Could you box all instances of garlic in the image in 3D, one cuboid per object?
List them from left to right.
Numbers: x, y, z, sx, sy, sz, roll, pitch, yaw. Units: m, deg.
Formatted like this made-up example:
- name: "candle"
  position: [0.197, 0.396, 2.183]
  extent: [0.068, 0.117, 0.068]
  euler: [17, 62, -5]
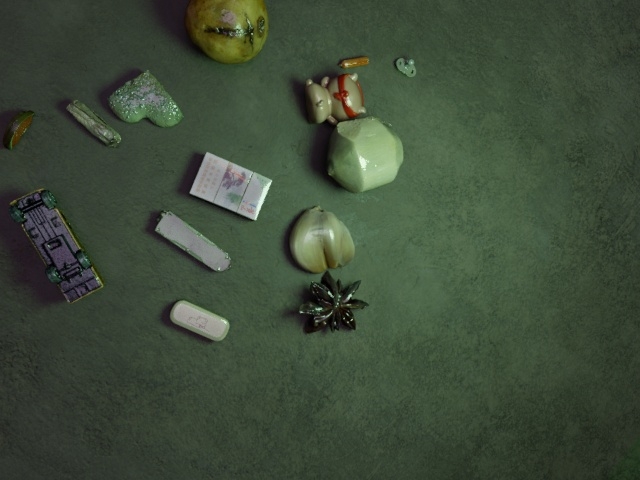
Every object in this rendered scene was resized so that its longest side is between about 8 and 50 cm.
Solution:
- name: "garlic"
  position: [0.000, 0.000, 1.716]
  extent: [0.217, 0.110, 0.228]
  euler: [-20, 96, -10]

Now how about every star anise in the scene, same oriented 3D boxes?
- name: "star anise"
  position: [0.043, 0.218, 1.727]
  extent: [0.282, 0.129, 0.213]
  euler: [-4, 98, -23]

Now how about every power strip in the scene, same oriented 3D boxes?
- name: "power strip"
  position: [-0.408, 0.008, 1.637]
  extent: [0.285, 0.048, 0.080]
  euler: [36, 84, -13]

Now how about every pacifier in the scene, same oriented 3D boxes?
- name: "pacifier"
  position: [0.316, -0.630, 1.808]
  extent: [0.083, 0.064, 0.068]
  euler: [30, 66, -14]

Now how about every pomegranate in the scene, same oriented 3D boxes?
- name: "pomegranate"
  position: [-0.283, -0.683, 1.565]
  extent: [0.260, 0.260, 0.261]
  euler: [0, 91, -15]

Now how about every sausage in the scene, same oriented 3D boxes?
- name: "sausage"
  position: [0.115, -0.624, 1.772]
  extent: [0.107, 0.031, 0.031]
  euler: [-15, 95, -13]

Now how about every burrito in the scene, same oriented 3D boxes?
- name: "burrito"
  position: [-0.695, -0.359, 1.557]
  extent: [0.188, 0.045, 0.058]
  euler: [43, 106, -14]

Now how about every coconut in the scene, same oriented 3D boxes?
- name: "coconut"
  position: [0.130, -0.283, 1.678]
  extent: [0.247, 0.245, 0.245]
  euler: [-16, 95, -22]

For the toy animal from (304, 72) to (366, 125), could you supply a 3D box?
- name: "toy animal"
  position: [0.049, -0.478, 1.699]
  extent: [0.197, 0.171, 0.172]
  euler: [-11, 94, -7]

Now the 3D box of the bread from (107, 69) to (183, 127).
- name: "bread"
  position: [-0.544, -0.448, 1.585]
  extent: [0.231, 0.064, 0.173]
  euler: [8, 91, -16]

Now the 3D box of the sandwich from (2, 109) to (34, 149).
- name: "sandwich"
  position: [-0.897, -0.332, 1.491]
  extent: [0.029, 0.067, 0.135]
  euler: [30, 83, -10]

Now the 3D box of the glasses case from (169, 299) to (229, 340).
- name: "glasses case"
  position: [-0.393, 0.260, 1.645]
  extent: [0.196, 0.050, 0.083]
  euler: [26, 87, -14]

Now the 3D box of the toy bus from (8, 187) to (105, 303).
- name: "toy bus"
  position: [-0.776, 0.015, 1.502]
  extent: [0.121, 0.123, 0.336]
  euler: [-29, 98, -11]

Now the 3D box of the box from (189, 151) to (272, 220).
- name: "box"
  position: [-0.294, -0.173, 1.654]
  extent: [0.233, 0.067, 0.150]
  euler: [22, 86, -15]
